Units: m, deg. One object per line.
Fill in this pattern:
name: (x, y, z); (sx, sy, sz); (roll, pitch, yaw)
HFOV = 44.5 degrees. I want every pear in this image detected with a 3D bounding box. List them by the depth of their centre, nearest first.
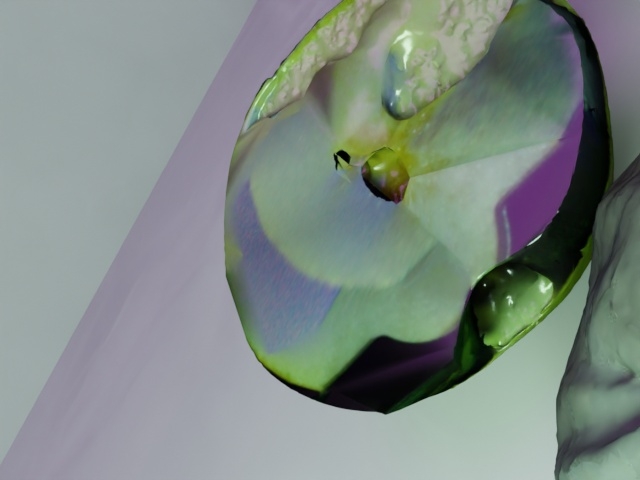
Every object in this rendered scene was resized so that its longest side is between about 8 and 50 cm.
pear: (0.099, -0.044, 0.708); (0.398, 0.165, 0.399); (-17, 66, 42)

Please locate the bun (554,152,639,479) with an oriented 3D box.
bun: (0.237, 0.035, 0.339); (0.354, 0.194, 0.355); (-43, 28, 30)
